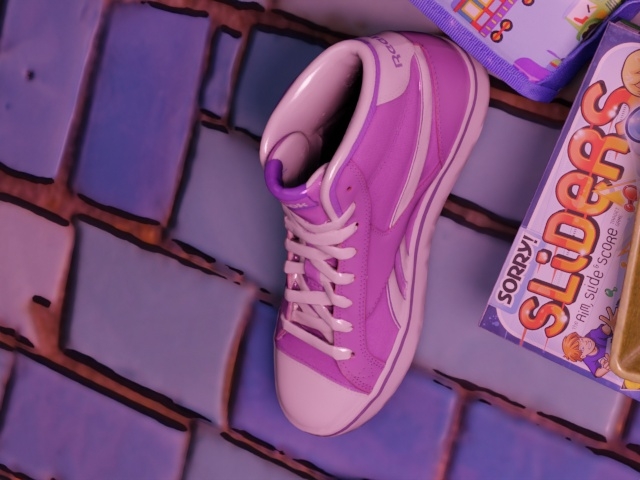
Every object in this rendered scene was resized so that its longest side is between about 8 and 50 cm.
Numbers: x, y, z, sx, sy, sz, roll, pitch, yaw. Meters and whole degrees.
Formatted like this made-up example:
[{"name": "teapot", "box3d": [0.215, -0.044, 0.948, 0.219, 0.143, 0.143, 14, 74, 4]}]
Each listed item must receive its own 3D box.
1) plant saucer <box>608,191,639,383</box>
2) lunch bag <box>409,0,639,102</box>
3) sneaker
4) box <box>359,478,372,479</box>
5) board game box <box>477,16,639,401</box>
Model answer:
[{"name": "plant saucer", "box3d": [0.270, 0.001, 1.037, 0.188, 0.045, 0.188, 12, 104, 15]}, {"name": "lunch bag", "box3d": [0.115, -0.242, 1.126, 0.293, 0.138, 0.221, 47, 115, 12]}, {"name": "sneaker", "box3d": [-0.001, -0.001, 1.187, 0.102, 0.161, 0.282, 23, 107, 30]}, {"name": "box", "box3d": [0.088, 0.262, 1.208, 0.191, 0.045, 0.184, 8, 94, 35]}, {"name": "board game box", "box3d": [0.193, -0.013, 1.101, 0.136, 0.035, 0.201, 24, 107, 11]}]
